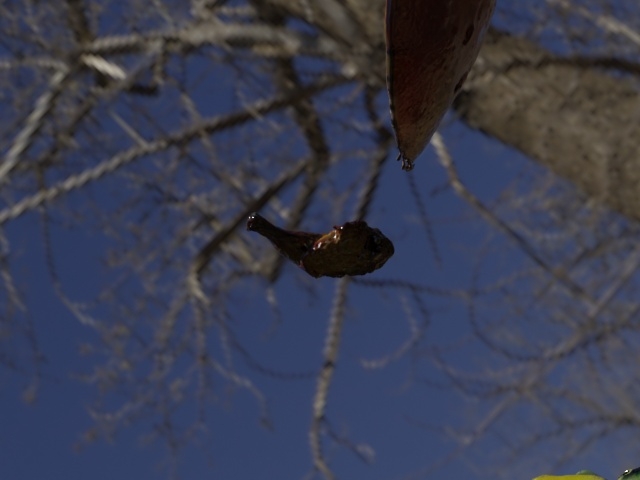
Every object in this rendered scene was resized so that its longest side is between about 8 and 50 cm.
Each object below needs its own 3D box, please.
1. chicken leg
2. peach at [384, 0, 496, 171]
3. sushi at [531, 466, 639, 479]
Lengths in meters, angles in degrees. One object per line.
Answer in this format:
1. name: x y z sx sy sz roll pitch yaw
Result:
1. chicken leg: -0.001 0.004 1.674 0.145 0.037 0.062 2 -59 -8
2. peach: 0.097 -0.183 1.393 0.189 0.068 0.279 -51 -36 -58
3. sushi: 0.247 0.272 1.260 0.285 0.328 0.329 54 -130 -19
